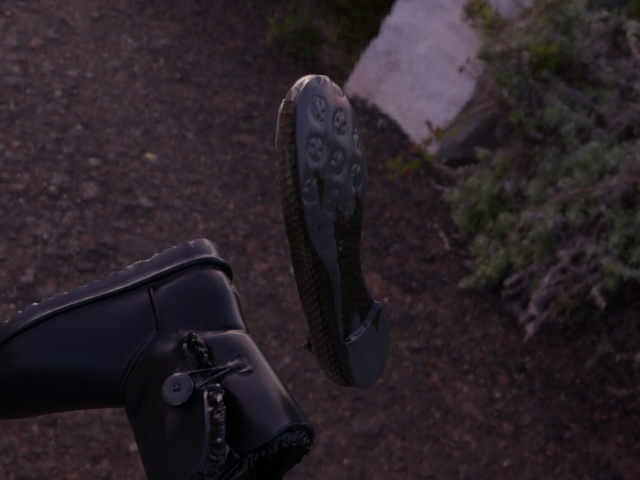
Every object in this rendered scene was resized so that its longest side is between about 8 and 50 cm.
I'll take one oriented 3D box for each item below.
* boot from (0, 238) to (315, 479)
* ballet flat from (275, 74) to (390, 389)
[{"bbox_3d":[-0.146,0.131,0.847,0.246,0.094,0.207,-26,55,-1],"label":"boot"},{"bbox_3d":[0.000,0.000,0.778,0.058,0.250,0.084,14,41,34],"label":"ballet flat"}]
